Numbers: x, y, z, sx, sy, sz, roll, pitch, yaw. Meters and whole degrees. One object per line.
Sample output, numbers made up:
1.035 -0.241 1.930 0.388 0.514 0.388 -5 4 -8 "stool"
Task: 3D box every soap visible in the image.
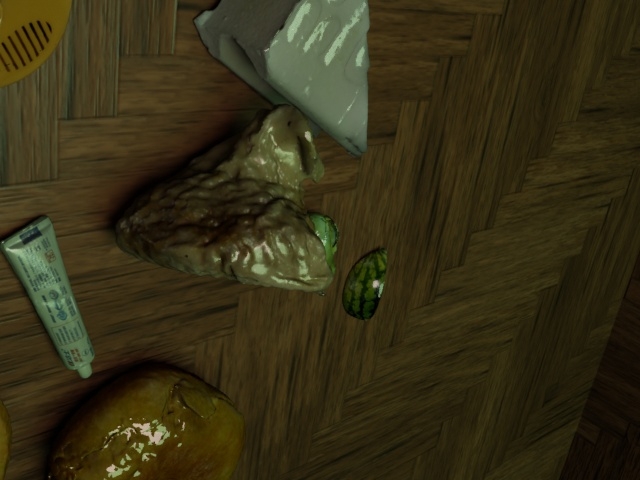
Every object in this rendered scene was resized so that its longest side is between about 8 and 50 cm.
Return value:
0.006 -0.312 1.105 0.302 0.159 0.258 34 85 -51 "soap"

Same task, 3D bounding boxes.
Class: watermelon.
0.100 0.104 1.506 0.086 0.069 0.163 -9 121 -41 "watermelon"

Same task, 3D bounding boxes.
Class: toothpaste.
-0.374 0.094 1.049 0.069 0.047 0.269 -18 125 -14 "toothpaste"

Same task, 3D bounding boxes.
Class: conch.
-0.004 0.000 1.338 0.095 0.079 0.201 -69 157 -7 "conch"

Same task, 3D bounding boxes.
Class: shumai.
-0.123 -0.073 1.067 0.313 0.267 0.263 9 89 -9 "shumai"

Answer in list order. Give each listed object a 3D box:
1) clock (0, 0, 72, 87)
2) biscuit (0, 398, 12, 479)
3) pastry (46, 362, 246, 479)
-0.379 -0.291 0.715 0.244 0.200 0.317 -43 145 -20 "clock"
-0.515 0.309 0.936 0.296 0.101 0.296 -51 152 -41 "biscuit"
-0.281 0.362 1.216 0.356 0.163 0.356 -26 131 -35 "pastry"
